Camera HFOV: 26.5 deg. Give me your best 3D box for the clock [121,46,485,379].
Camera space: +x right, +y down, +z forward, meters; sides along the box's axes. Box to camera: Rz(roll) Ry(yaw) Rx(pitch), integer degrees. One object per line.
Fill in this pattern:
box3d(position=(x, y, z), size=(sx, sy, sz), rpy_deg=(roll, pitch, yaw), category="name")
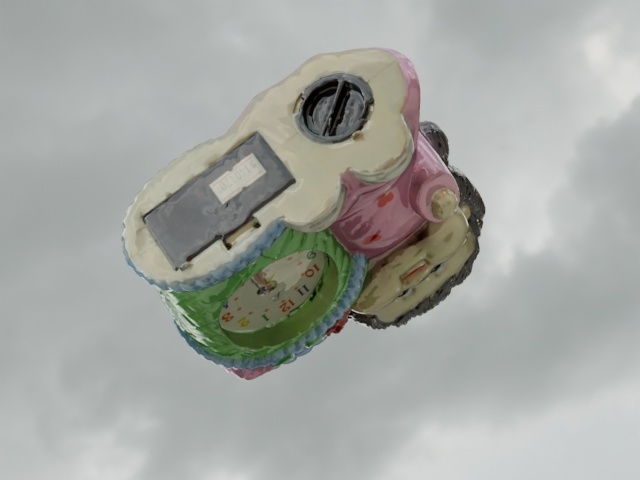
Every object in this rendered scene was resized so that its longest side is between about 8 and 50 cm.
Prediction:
box3d(position=(0.000, 0.000, 0.786), size=(0.194, 0.100, 0.195), rpy_deg=(-36, -33, 2), category="clock")
